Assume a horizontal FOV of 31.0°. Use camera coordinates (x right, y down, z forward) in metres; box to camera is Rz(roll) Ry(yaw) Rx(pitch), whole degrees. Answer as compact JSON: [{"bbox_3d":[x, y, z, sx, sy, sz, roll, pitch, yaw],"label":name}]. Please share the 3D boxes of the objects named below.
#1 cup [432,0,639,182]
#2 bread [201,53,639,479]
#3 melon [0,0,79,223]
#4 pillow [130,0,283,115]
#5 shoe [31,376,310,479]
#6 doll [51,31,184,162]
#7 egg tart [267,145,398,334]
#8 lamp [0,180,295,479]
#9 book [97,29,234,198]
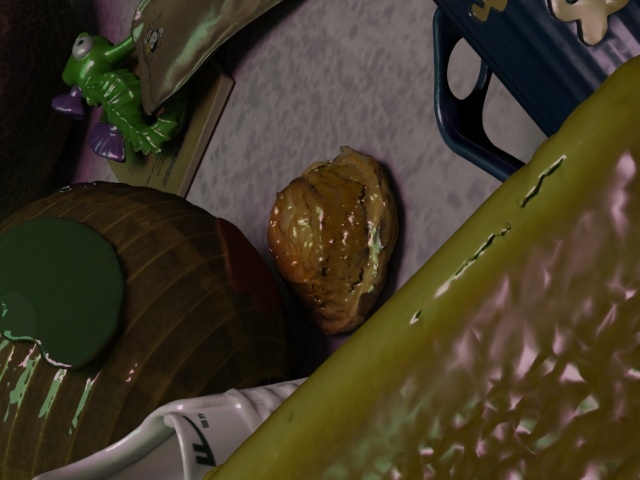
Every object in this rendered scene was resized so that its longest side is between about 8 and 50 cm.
[{"bbox_3d":[0.124,-0.090,0.531,0.176,0.131,0.155,-58,45,37],"label":"cup"},{"bbox_3d":[0.109,0.111,0.421,0.376,0.208,0.251,-49,41,30],"label":"bread"},{"bbox_3d":[-0.365,-0.147,1.137,0.248,0.248,0.329,27,105,54],"label":"melon"},{"bbox_3d":[-0.081,-0.198,0.910,0.217,0.033,0.130,-35,53,35],"label":"pillow"},{"bbox_3d":[-0.031,0.119,0.600,0.265,0.110,0.095,-26,56,0],"label":"shoe"},{"bbox_3d":[-0.175,-0.132,1.013,0.190,0.050,0.115,46,112,40],"label":"doll"},{"bbox_3d":[0.000,0.000,0.754,0.128,0.049,0.129,-14,73,55],"label":"egg tart"},{"bbox_3d":[-0.158,0.078,0.775,0.284,0.250,0.250,20,101,25],"label":"lamp"},{"bbox_3d":[-0.146,-0.114,1.019,0.192,0.013,0.168,54,126,46],"label":"book"}]
